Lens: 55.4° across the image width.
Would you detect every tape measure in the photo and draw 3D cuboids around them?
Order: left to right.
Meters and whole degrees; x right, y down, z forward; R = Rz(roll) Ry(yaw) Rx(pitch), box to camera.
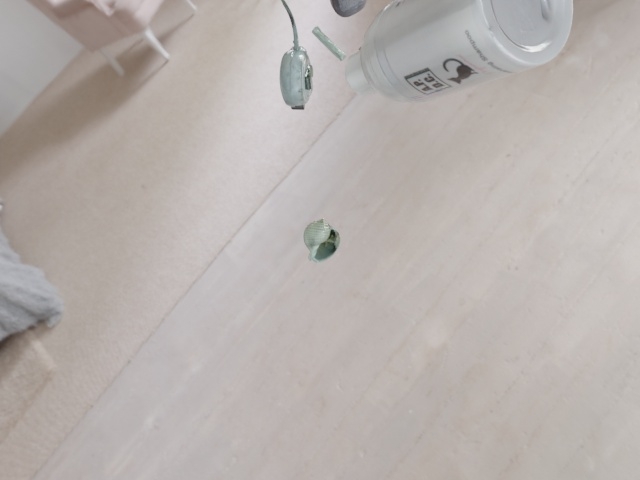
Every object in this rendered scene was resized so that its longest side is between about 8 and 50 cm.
[{"bbox_3d":[-0.072,-0.500,1.601,0.084,0.330,0.164,-2,49,7],"label":"tape measure"}]

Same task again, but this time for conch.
[{"bbox_3d":[-0.001,-0.003,1.222,0.085,0.076,0.057,-65,28,27],"label":"conch"}]

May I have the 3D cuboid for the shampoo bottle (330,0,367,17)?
[{"bbox_3d":[0.047,-0.544,1.219,0.087,0.234,0.049,-32,70,0],"label":"shampoo bottle"}]

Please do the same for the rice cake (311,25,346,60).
[{"bbox_3d":[0.024,-0.558,1.728,0.022,0.121,0.021,-49,8,-18],"label":"rice cake"}]

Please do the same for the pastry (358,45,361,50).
[{"bbox_3d":[0.141,-0.330,1.155,0.153,0.081,0.153,8,46,-9],"label":"pastry"}]

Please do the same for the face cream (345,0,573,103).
[{"bbox_3d":[0.138,-0.256,0.812,0.145,0.145,0.369,-59,22,-15],"label":"face cream"}]
